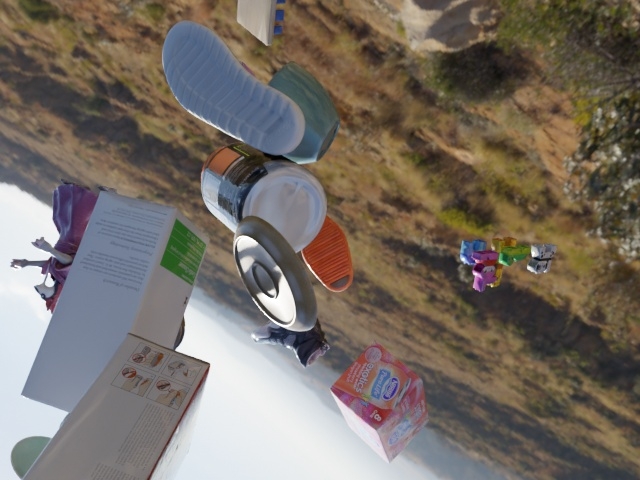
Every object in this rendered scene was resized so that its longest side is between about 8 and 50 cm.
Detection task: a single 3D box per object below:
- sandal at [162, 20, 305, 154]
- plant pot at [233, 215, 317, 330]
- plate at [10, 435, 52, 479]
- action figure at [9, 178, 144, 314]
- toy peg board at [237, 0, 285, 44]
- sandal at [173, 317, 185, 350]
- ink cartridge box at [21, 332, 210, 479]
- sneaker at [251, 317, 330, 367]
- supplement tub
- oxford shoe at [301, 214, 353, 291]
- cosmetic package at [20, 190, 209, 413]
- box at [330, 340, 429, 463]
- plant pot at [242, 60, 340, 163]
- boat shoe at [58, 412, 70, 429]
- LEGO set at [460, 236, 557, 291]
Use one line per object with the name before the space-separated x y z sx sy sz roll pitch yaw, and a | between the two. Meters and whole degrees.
sandal | -0.189 -0.312 1.429 0.416 0.169 0.102 44 -160 21
plant pot | -0.092 0.068 1.210 0.236 0.032 0.236 40 147 33
plate | -0.619 0.521 1.524 0.188 0.024 0.188 35 -169 -8
action figure | -0.678 0.026 1.844 0.276 0.370 0.248 17 172 -35
toy peg board | -0.126 -0.581 1.609 0.160 0.079 0.161 47 141 38
sandal | -0.387 0.264 1.623 0.060 0.219 0.090 10 -144 -31
ink cartridge box | -0.274 0.328 0.860 0.130 0.309 0.271 20 125 2
sneaker | -0.079 0.271 1.784 0.268 0.101 0.153 -31 90 49
supplement tub | -0.145 -0.108 1.519 0.207 0.207 0.338 51 172 -32
oxford shoe | 0.000 0.000 1.897 0.132 0.130 0.363 69 176 -62
cosmetic package | -0.345 0.123 1.169 0.155 0.365 0.197 13 167 12
box | 0.142 0.378 1.530 0.142 0.154 0.300 38 162 29
plant pot | -0.060 -0.329 1.889 0.195 0.290 0.290 31 165 6
boat shoe | -0.473 0.335 1.513 0.089 0.285 0.104 -10 117 57
LEGO set | 0.330 0.049 1.237 0.087 0.227 0.093 25 113 49
